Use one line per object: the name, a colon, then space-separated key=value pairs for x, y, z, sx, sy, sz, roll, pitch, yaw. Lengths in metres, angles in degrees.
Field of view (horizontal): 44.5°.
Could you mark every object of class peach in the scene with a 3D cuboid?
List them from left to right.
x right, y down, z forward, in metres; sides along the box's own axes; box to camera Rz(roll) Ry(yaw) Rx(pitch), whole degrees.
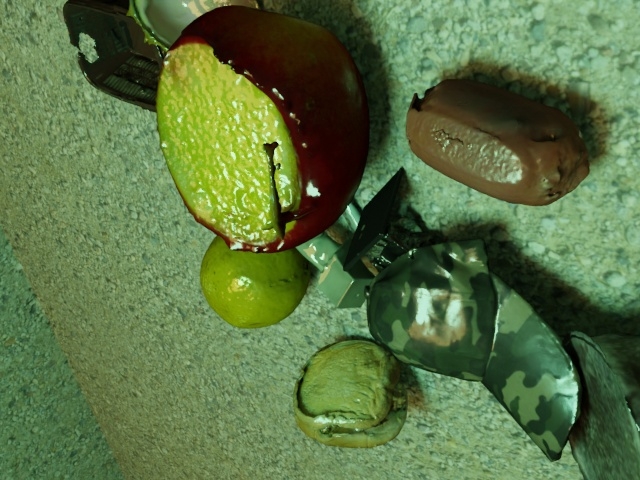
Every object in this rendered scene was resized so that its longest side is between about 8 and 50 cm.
peach: x=-0.077 y=-0.193 z=1.297 sx=0.335 sy=0.310 sz=0.405 roll=2 pitch=116 yaw=40

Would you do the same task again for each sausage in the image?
sausage: x=0.248 y=-0.145 z=1.127 sx=0.280 sy=0.152 sz=0.152 roll=29 pitch=139 yaw=31

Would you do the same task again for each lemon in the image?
lemon: x=-0.140 y=0.074 z=1.659 sx=0.228 sy=0.228 sz=0.253 roll=46 pitch=150 yaw=7

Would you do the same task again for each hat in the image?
hat: x=0.239 y=0.204 z=1.309 sx=0.366 sy=0.258 sz=0.381 roll=83 pitch=172 yaw=-51

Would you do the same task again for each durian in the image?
durian: x=-0.244 y=-0.417 z=1.377 sx=0.186 sy=0.196 sz=0.305 roll=9 pitch=130 yaw=50

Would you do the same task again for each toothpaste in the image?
toothpaste: x=0.076 y=-0.025 z=1.505 sx=0.205 sy=0.036 sz=0.056 roll=57 pitch=160 yaw=-5

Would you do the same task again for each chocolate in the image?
chocolate: x=0.502 y=0.263 z=1.153 sx=0.303 sy=0.213 sz=0.303 roll=170 pitch=90 yaw=-88

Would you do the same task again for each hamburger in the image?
hamburger: x=0.054 y=0.327 z=1.661 sx=0.286 sy=0.243 sz=0.146 roll=33 pitch=145 yaw=47

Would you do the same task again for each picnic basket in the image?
picnic basket: x=-0.363 y=-0.389 z=1.571 sx=0.297 sy=0.129 sz=0.222 roll=23 pitch=137 yaw=33

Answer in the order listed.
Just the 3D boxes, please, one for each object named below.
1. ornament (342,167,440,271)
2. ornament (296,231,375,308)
ornament: x=0.168 y=0.010 z=1.410 sx=0.196 sy=0.153 sz=0.166 roll=29 pitch=146 yaw=-11
ornament: x=-0.003 y=0.012 z=1.518 sx=0.130 sy=0.120 sz=0.285 roll=-44 pitch=72 yaw=30
